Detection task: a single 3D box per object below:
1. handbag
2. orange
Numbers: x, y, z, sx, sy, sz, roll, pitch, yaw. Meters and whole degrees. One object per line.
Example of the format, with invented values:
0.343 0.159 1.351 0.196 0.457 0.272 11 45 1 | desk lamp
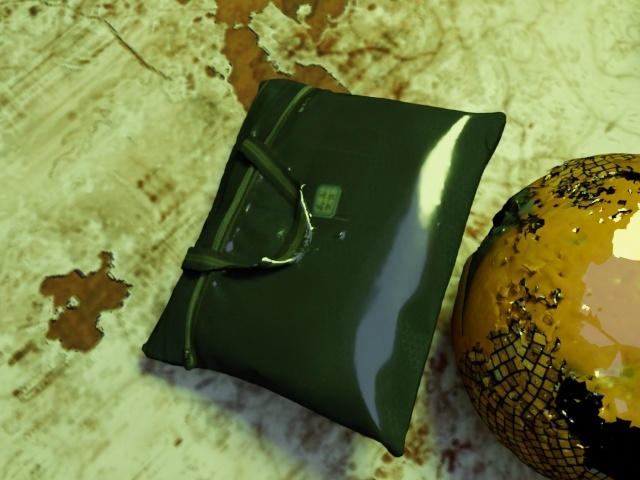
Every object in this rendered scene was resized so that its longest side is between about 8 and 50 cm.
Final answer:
0.000 0.000 0.523 0.211 0.088 0.254 14 75 22 | handbag
0.207 0.056 0.482 0.235 0.182 0.234 1 70 -4 | orange
